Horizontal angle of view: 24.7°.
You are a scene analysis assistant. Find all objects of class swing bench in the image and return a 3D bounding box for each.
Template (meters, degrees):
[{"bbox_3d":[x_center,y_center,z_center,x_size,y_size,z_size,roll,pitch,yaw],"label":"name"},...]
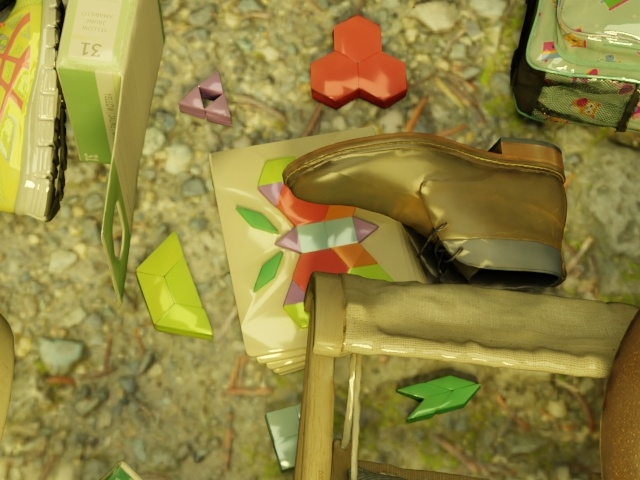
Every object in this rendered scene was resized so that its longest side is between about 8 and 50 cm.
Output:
[{"bbox_3d":[0.110,0.144,0.990,0.253,0.165,0.254,5,74,-4],"label":"swing bench"}]

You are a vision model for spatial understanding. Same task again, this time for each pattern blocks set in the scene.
[{"bbox_3d":[0.000,0.000,1.123,0.285,0.026,0.325,-25,74,-12],"label":"pattern blocks set"}]

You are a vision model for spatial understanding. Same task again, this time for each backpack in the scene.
[{"bbox_3d":[0.259,-0.168,1.140,0.188,0.144,0.166,16,65,-1],"label":"backpack"}]

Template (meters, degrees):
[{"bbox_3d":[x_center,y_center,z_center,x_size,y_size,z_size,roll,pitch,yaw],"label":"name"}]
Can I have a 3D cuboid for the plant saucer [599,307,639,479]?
[{"bbox_3d":[0.327,0.124,0.880,0.311,0.050,0.310,0,79,3],"label":"plant saucer"}]

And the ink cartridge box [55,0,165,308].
[{"bbox_3d":[-0.158,-0.088,1.067,0.056,0.171,0.235,8,70,0],"label":"ink cartridge box"}]

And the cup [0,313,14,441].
[{"bbox_3d":[-0.338,0.101,0.942,0.237,0.331,0.331,18,68,-24],"label":"cup"}]

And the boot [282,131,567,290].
[{"bbox_3d":[0.084,-0.017,1.080,0.219,0.082,0.106,-2,67,-12],"label":"boot"}]

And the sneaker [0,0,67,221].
[{"bbox_3d":[-0.241,-0.119,1.122,0.094,0.081,0.208,2,71,-1],"label":"sneaker"}]

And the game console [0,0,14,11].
[{"bbox_3d":[-0.412,-0.254,1.111,0.293,0.173,0.250,44,74,11],"label":"game console"}]

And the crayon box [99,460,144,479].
[{"bbox_3d":[-0.034,0.294,0.921,0.323,0.203,0.083,42,73,11],"label":"crayon box"}]
